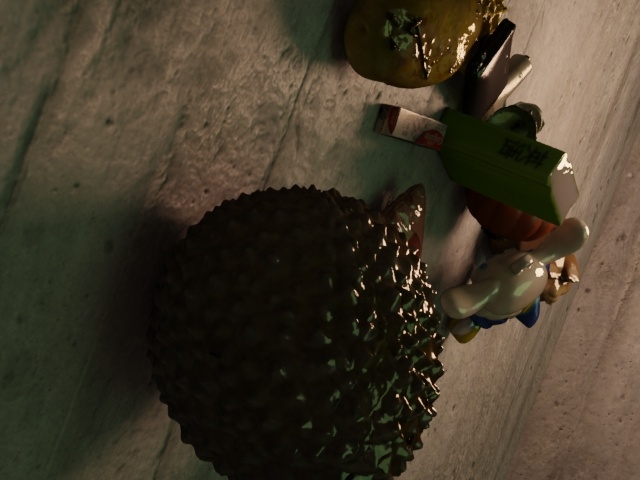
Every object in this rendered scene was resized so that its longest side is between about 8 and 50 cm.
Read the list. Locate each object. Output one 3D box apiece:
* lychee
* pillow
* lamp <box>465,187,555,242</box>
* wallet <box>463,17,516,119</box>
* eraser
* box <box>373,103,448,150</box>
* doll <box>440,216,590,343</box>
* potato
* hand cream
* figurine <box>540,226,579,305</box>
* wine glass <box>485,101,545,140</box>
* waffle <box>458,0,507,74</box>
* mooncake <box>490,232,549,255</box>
[{"bbox_3d":[-0.024,0.130,0.917,0.380,0.432,0.381,-13,127,-19],"label":"lychee"},{"bbox_3d":[0.122,0.028,1.382,0.236,0.084,0.223,-39,140,-36],"label":"pillow"},{"bbox_3d":[0.436,-0.093,1.682,0.223,0.223,0.197,-22,141,-51],"label":"lamp"},{"bbox_3d":[0.334,-0.327,1.472,0.149,0.044,0.250,-53,162,-10],"label":"wallet"},{"bbox_3d":[0.367,-0.150,1.488,0.092,0.274,0.210,-55,146,-7],"label":"eraser"},{"bbox_3d":[0.169,-0.205,1.355,0.218,0.039,0.055,3,105,-59],"label":"box"},{"bbox_3d":[0.445,0.109,1.810,0.366,0.375,0.187,85,-7,-66],"label":"doll"},{"bbox_3d":[0.155,-0.327,1.155,0.300,0.140,0.173,-24,123,-46],"label":"potato"},{"bbox_3d":[0.407,-0.343,1.648,0.186,0.054,0.087,-51,150,-13],"label":"hand cream"},{"bbox_3d":[0.651,0.069,2.199,0.177,0.247,0.173,-13,160,-28],"label":"figurine"},{"bbox_3d":[0.446,-0.256,1.684,0.183,0.122,0.122,-31,135,-61],"label":"wine glass"},{"bbox_3d":[0.289,-0.446,1.381,0.250,0.056,0.261,-60,154,-12],"label":"waffle"},{"bbox_3d":[0.528,-0.029,1.972,0.234,0.117,0.235,-32,132,-43],"label":"mooncake"}]
